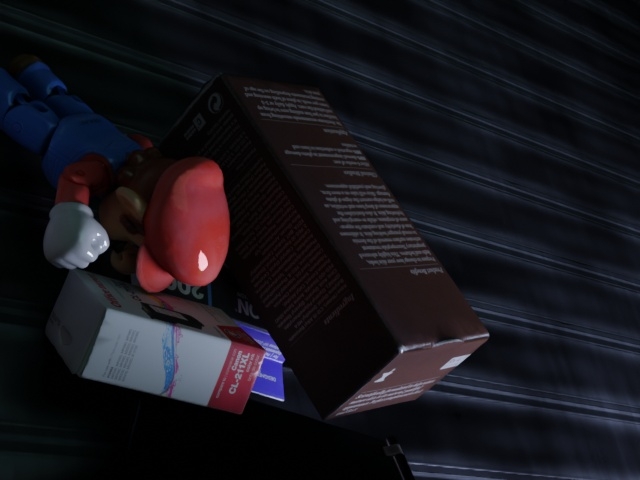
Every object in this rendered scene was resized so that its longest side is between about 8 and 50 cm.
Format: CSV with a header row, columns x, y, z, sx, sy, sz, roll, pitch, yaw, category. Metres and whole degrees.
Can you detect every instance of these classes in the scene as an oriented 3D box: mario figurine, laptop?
x,y,z,sx,sy,sz,roll,pitch,yaw,category
-0.233,-0.047,1.205,0.320,0.170,0.198,37,62,17,mario figurine
-0.001,0.319,1.083,0.382,0.236,0.408,-113,-173,-81,laptop

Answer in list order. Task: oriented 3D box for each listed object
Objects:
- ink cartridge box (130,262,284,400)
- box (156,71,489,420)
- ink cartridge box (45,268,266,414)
x,y,z,sx,sy,sz,roll,pitch,yaw,category
-0.116,0.058,1.330,0.206,0.045,0.208,21,47,-36,ink cartridge box
0.000,0.000,1.339,0.191,0.143,0.381,0,50,-54,box
-0.161,0.097,1.158,0.175,0.072,0.127,19,8,-31,ink cartridge box
